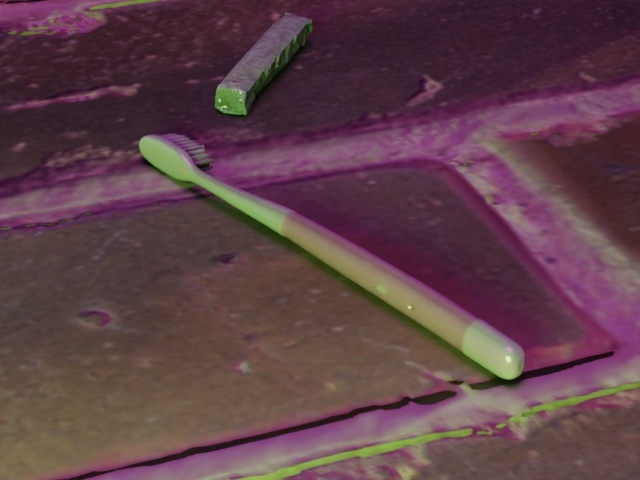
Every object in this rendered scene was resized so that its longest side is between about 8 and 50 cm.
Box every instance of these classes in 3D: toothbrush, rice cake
[{"bbox_3d":[0.000,0.000,0.858,0.025,0.020,0.286,-17,36,-40],"label":"toothbrush"},{"bbox_3d":[-0.035,-0.113,1.038,0.022,0.021,0.121,17,36,13],"label":"rice cake"}]
